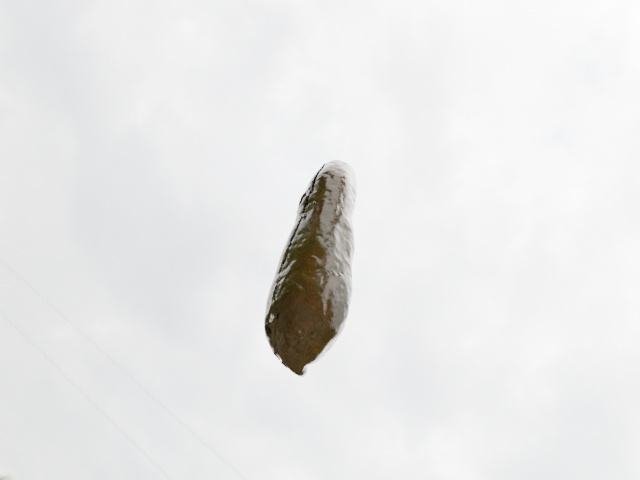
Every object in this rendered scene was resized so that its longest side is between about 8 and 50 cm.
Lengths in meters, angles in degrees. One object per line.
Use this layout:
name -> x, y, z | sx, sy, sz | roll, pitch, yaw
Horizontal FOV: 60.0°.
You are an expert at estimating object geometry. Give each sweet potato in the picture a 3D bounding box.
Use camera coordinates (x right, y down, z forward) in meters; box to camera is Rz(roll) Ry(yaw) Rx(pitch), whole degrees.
sweet potato -> 0.000, 0.000, 0.541 | 0.075, 0.273, 0.075 | 6, -43, 5
